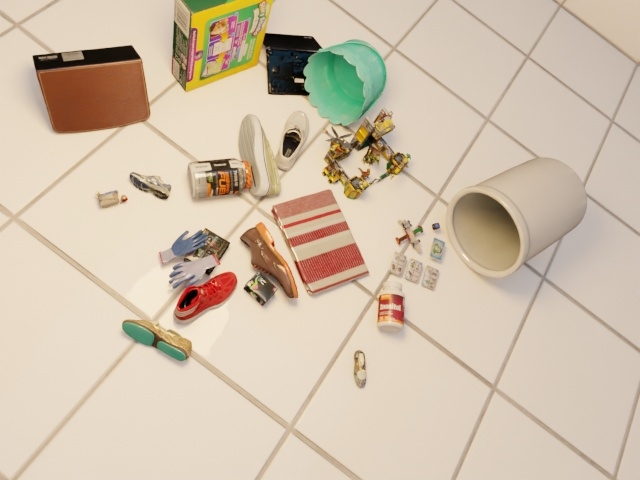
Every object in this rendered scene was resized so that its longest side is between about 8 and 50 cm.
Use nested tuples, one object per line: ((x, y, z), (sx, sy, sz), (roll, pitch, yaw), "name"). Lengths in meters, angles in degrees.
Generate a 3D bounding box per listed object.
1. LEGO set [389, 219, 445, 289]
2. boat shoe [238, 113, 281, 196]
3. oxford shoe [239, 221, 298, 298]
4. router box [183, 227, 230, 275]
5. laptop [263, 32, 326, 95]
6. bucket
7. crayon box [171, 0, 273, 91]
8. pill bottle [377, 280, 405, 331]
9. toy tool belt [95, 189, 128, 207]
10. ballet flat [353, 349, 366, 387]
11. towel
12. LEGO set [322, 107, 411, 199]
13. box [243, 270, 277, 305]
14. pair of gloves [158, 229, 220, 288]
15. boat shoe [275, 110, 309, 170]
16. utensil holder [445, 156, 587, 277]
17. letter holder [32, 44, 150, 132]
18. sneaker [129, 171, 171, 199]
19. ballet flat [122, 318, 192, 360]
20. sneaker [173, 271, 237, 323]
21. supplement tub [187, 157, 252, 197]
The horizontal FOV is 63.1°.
((0.342, 0.033, 1.837), (0.182, 0.060, 0.245), (22, 71, -12), "LEGO set")
((-0.206, -0.284, 1.767), (0.094, 0.109, 0.303), (5, 68, -43), "boat shoe")
((-0.158, 0.077, 1.629), (0.098, 0.097, 0.272), (-29, 72, -9), "oxford shoe")
((-0.348, 0.035, 1.603), (0.092, 0.038, 0.123), (32, 61, -3), "router box")
((-0.111, -0.680, 2.008), (0.234, 0.136, 0.265), (-4, 94, -19), "laptop")
((0.097, -0.582, 1.890), (0.281, 0.281, 0.183), (43, 54, 3), "bucket")
((-0.331, -0.697, 1.743), (0.313, 0.363, 0.106), (-32, 80, -27), "crayon box")
((0.229, 0.213, 1.688), (0.085, 0.086, 0.152), (13, 64, -12), "pill bottle")
((-0.633, -0.135, 1.578), (0.083, 0.052, 0.051), (-20, 83, -25), "toy tool belt")
((0.123, 0.392, 1.601), (0.041, 0.041, 0.115), (4, 67, -17), "ballet flat")
((0.000, 0.000, 1.736), (0.236, 0.037, 0.329), (-18, 76, -26), "towel")
((0.177, -0.316, 1.840), (0.331, 0.192, 0.255), (-23, 76, -25), "LEGO set")
((-0.184, 0.148, 1.600), (0.083, 0.052, 0.062), (43, 63, 2), "box")
((-0.390, 0.051, 1.539), (0.159, 0.023, 0.198), (-27, 53, -10), "pair of gloves")
((-0.090, -0.365, 1.836), (0.095, 0.084, 0.258), (17, 63, -10), "boat shoe")
((0.693, -0.095, 1.845), (0.385, 0.328, 0.328), (-26, 77, -29), "utensil holder")
((-0.719, -0.479, 1.660), (0.301, 0.215, 0.152), (-16, 41, -23), "letter holder")
((-0.532, -0.180, 1.637), (0.135, 0.052, 0.058), (29, 52, -13), "sneaker")
((-0.453, 0.268, 1.462), (0.206, 0.073, 0.067), (31, 34, -6), "ballet flat")
((-0.323, 0.153, 1.509), (0.087, 0.128, 0.221), (46, 62, 5), "sneaker")
((-0.323, -0.202, 1.670), (0.190, 0.117, 0.117), (-10, 71, -21), "supplement tub")
